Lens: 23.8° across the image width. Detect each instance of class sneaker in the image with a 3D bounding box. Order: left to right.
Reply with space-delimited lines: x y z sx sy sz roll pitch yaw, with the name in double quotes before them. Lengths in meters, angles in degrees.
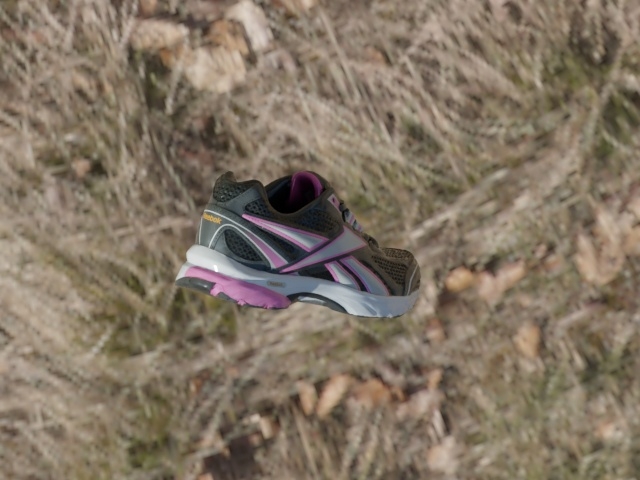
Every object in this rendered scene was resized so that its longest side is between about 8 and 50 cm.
"sneaker" 0.000 0.000 0.877 0.178 0.072 0.077 6 99 -52
